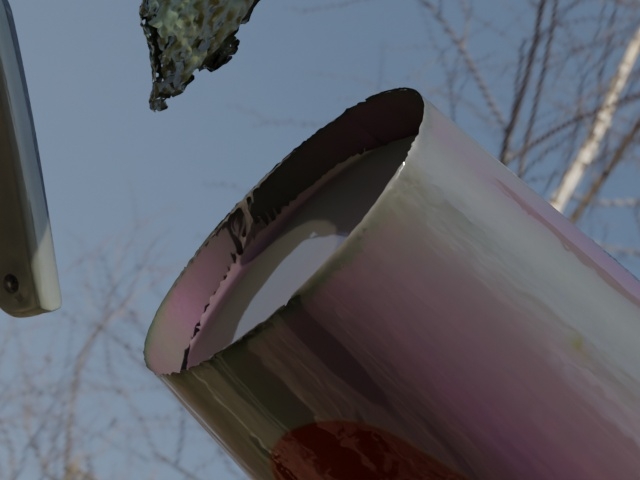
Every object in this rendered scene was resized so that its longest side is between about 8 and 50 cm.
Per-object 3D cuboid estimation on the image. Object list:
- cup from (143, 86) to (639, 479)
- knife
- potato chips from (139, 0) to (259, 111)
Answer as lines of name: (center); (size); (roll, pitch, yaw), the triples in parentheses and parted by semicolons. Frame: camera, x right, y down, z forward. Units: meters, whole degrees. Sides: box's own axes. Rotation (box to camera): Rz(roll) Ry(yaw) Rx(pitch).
cup: (0.083, 0.091, 0.603); (0.288, 0.203, 0.203); (45, -46, -17)
knife: (-0.256, -0.070, 1.292); (0.073, 0.040, 0.265); (-11, -86, 25)
potato chips: (-0.054, -0.152, 0.671); (0.029, 0.220, 0.202); (38, -80, 23)
